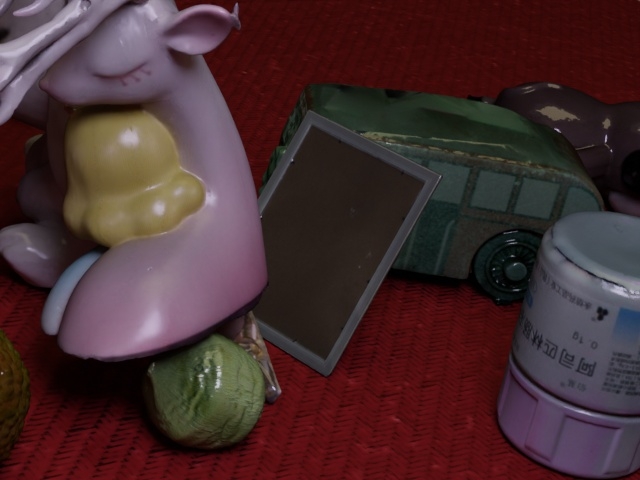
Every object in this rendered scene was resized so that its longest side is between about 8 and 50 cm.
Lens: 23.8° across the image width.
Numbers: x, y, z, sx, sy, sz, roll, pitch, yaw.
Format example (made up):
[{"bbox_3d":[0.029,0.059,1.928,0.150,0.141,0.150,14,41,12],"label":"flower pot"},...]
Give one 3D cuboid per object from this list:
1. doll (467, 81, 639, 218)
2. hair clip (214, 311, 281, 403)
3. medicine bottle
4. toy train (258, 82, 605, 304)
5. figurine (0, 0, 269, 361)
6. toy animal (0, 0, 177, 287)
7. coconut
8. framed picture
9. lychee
[{"bbox_3d":[0.274,-0.098,1.585,0.257,0.117,0.182,14,28,4],"label":"doll"},{"bbox_3d":[-0.074,0.041,1.187,0.056,0.062,0.213,12,44,-27],"label":"hair clip"},{"bbox_3d":[0.212,0.079,1.143,0.135,0.168,0.135,9,27,-5],"label":"medicine bottle"},{"bbox_3d":[0.109,-0.043,1.359,0.327,0.159,0.129,10,28,-8],"label":"toy train"},{"bbox_3d":[-0.172,-0.081,1.016,0.284,0.315,0.206,-14,14,-21],"label":"figurine"},{"bbox_3d":[-0.181,-0.128,1.241,0.206,0.265,0.271,-6,25,4],"label":"toy animal"},{"bbox_3d":[-0.085,0.103,1.062,0.096,0.088,0.088,27,14,-38],"label":"coconut"},{"bbox_3d":[0.000,0.000,1.224,0.142,0.183,0.011,29,-1,31],"label":"framed picture"},{"bbox_3d":[-0.242,0.100,0.969,0.114,0.114,0.146,12,7,-2],"label":"lychee"}]
